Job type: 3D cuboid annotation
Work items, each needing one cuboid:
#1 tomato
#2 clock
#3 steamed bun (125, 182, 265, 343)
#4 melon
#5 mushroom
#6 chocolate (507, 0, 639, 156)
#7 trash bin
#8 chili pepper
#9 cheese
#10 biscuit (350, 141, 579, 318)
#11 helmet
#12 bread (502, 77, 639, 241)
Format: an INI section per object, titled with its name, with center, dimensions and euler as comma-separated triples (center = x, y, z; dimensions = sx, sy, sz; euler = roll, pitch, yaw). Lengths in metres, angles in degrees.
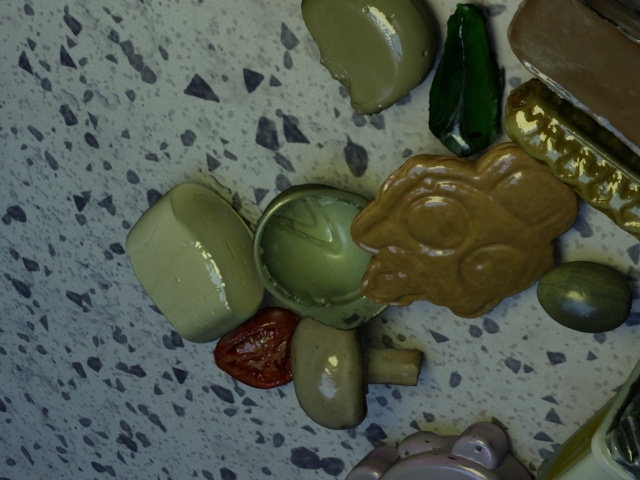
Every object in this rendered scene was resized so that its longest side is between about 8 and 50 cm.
[tomato]
center = -0.090, 0.172, 2.012
dimensions = 0.174, 0.082, 0.166
euler = -36, 130, 26
[clock]
center = 0.221, 0.455, 1.953
dimensions = 0.322, 0.113, 0.295
euler = -32, 91, 37
[steamed bun]
center = -0.191, 0.033, 1.935
dimensions = 0.250, 0.155, 0.200
euler = 55, 133, 5
[melon]
center = 0.362, 0.076, 1.604
dimensions = 0.130, 0.098, 0.098
euler = 15, 129, 18
[mushroom]
center = 0.058, 0.201, 1.874
dimensions = 0.215, 0.207, 0.207
euler = -1, 126, 0
[chocolate]
center = 0.354, -0.223, 1.405
dimensions = 0.261, 0.083, 0.161
euler = 41, 150, 4
[trash bin]
center = 0.467, 0.353, 1.640
dimensions = 0.296, 0.256, 0.368
euler = 39, 142, 3
[chili pepper]
center = 0.185, -0.214, 1.549
dimensions = 0.108, 0.062, 0.216
euler = 17, 128, 26
[cheese]
center = 0.062, -0.282, 1.568
dimensions = 0.175, 0.091, 0.202
euler = -30, 99, 45
[biscuit]
center = 0.190, -0.004, 1.639
dimensions = 0.269, 0.051, 0.376
euler = 37, 130, -18
[helmet]
center = 0.002, 0.001, 1.789
dimensions = 0.204, 0.137, 0.257
euler = -42, 118, 10
[bread]
center = 0.347, -0.106, 1.483
dimensions = 0.269, 0.087, 0.098
euler = 39, 108, 6
